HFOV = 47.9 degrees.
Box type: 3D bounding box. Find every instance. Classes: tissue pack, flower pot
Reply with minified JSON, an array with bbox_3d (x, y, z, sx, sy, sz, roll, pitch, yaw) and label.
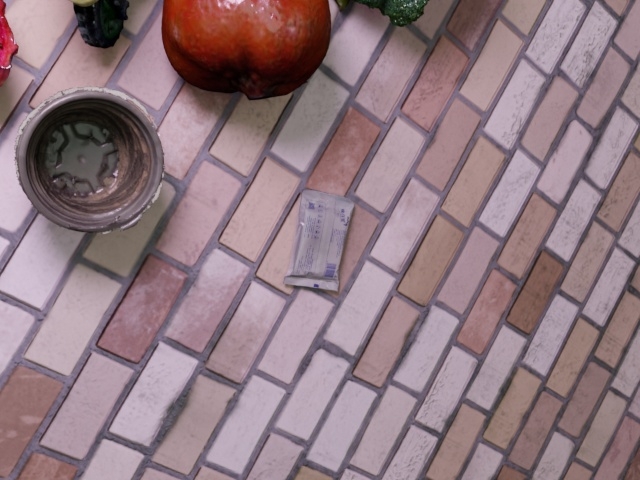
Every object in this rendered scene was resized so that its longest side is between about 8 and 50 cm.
[{"bbox_3d":[0.000,0.000,1.433,0.122,0.026,0.193,10,93,-26],"label":"tissue pack"},{"bbox_3d":[-0.379,-0.132,1.177,0.235,0.140,0.236,-5,101,-24],"label":"flower pot"}]

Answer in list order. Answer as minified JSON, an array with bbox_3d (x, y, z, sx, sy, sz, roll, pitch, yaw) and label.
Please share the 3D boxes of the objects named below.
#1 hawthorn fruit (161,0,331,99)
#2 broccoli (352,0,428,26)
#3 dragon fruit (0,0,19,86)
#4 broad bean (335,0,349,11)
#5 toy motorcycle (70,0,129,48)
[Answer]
[{"bbox_3d":[-0.127,-0.382,1.192,0.295,0.295,0.312,-26,106,-19],"label":"hawthorn fruit"},{"bbox_3d":[0.156,-0.551,1.317,0.265,0.245,0.295,21,81,15],"label":"broccoli"},{"bbox_3d":[-0.585,-0.304,1.061,0.261,0.163,0.189,17,119,-23],"label":"dragon fruit"},{"bbox_3d":[0.025,-0.561,1.354,0.065,0.046,0.255,-11,101,-36],"label":"broad bean"},{"bbox_3d":[-0.333,-0.512,1.100,0.168,0.237,0.411,7,94,-3],"label":"toy motorcycle"}]
